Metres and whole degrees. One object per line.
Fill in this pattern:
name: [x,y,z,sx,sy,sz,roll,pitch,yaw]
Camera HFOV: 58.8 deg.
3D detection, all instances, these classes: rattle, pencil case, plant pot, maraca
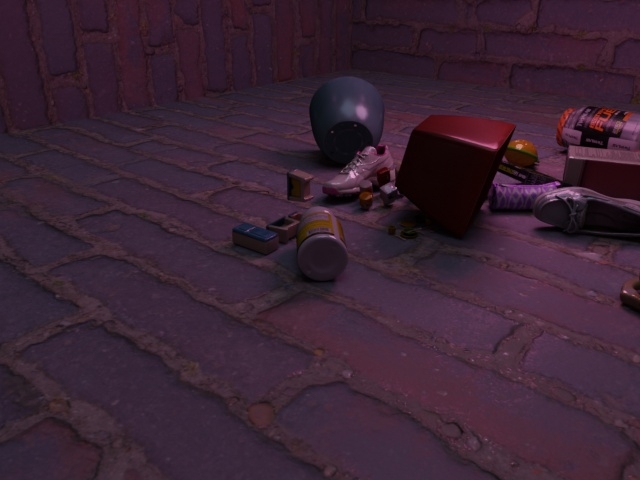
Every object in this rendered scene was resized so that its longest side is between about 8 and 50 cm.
rattle: [0.741,0.068,1.228,0.200,0.142,0.130,-20,13,-26]
pencil case: [0.610,-0.138,1.720,0.206,0.088,0.086,0,28,-3]
plant pot: [0.363,-0.210,1.592,0.236,0.267,0.267,25,35,17]
plant pot: [0.103,-0.424,2.120,0.293,0.293,0.235,0,41,0]
maraca: [0.745,-0.318,2.102,0.127,0.099,0.186,28,11,32]

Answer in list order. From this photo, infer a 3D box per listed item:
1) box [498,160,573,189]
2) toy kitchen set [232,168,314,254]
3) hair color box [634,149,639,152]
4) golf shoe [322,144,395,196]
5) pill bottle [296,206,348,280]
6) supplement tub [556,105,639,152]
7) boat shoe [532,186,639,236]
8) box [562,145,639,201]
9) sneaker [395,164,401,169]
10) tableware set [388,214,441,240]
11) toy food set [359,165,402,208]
box: [0.683,-0.207,1.846,0.191,0.045,0.184,11,19,-24]
toy kitchen set: [-0.124,-0.087,1.512,0.122,0.166,0.207,17,30,32]
hair color box: [1.181,-0.275,2.009,0.167,0.093,0.053,-10,27,-18]
golf shoe: [0.120,-0.227,1.836,0.306,0.140,0.115,-23,24,-39]
pill bottle: [0.000,0.000,1.384,0.119,0.119,0.208,-1,25,-3]
supplement tub: [1.083,-0.402,2.163,0.193,0.193,0.316,-21,32,-38]
boat shoe: [0.748,-0.068,1.544,0.320,0.118,0.103,11,22,7]
box: [0.920,-0.220,1.851,0.232,0.127,0.148,9,27,20]
sneaker: [0.326,-0.255,1.985,0.089,0.051,0.170,-20,13,-27]
tableware set: [0.256,-0.043,1.588,0.154,0.024,0.104,-17,30,-31]
toy food set: [0.213,-0.153,1.779,0.232,0.104,0.111,-29,48,-17]
